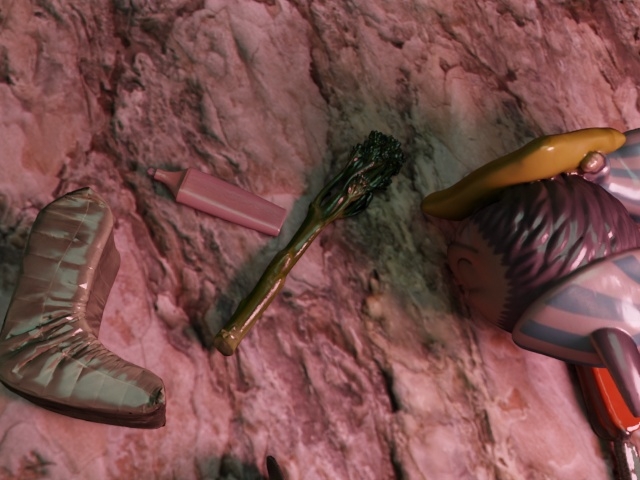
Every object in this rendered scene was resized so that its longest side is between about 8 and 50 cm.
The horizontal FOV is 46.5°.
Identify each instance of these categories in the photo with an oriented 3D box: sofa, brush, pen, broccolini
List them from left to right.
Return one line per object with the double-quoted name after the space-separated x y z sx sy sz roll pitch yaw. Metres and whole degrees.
-0.242 0.087 0.844 0.175 0.210 0.226 11 67 -7 "sofa"
-0.144 -0.059 1.016 0.197 0.032 0.053 23 67 -7 "pen"
-0.004 -0.004 1.002 0.078 0.074 0.392 32 65 8 "broccolini"
0.402 0.188 1.037 0.070 0.051 0.324 -5 71 -15 "brush"

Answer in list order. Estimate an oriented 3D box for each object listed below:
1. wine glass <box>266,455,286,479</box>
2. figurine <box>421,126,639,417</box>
-0.134 0.323 0.844 0.202 0.093 0.093 -17 74 -18 "wine glass"
0.365 0.053 0.988 0.361 0.266 0.378 -15 82 -19 "figurine"
